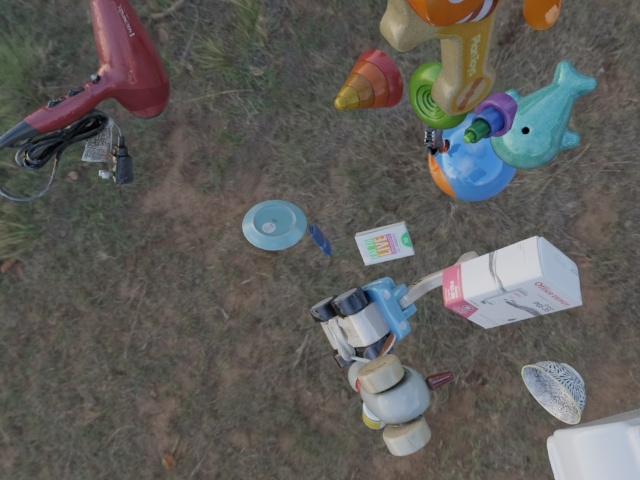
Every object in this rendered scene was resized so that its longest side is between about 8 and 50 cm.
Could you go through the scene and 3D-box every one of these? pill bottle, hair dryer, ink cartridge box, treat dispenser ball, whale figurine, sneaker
[{"bbox_3d":[0.211,0.654,2.010,0.103,0.184,0.103,-1,56,2],"label":"pill bottle"},{"bbox_3d":[-0.288,-0.184,0.689,0.080,0.223,0.293,28,111,17],"label":"hair dryer"},{"bbox_3d":[0.496,0.118,1.386,0.283,0.207,0.117,-26,46,42],"label":"ink cartridge box"},{"bbox_3d":[0.503,-0.273,1.749,0.288,0.288,0.288,1,96,13],"label":"treat dispenser ball"},{"bbox_3d":[0.531,-0.298,1.271,0.216,0.141,0.272,44,111,15],"label":"whale figurine"},{"bbox_3d":[0.336,-0.312,1.583,0.061,0.158,0.065,9,56,35],"label":"sneaker"}]

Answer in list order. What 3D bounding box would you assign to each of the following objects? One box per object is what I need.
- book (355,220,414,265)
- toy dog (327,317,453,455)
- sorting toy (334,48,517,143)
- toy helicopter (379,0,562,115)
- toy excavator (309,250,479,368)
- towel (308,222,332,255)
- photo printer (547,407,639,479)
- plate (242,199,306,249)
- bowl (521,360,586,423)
[{"bbox_3d":[0.181,0.010,1.487,0.144,0.035,0.096,-15,107,20],"label":"book"},{"bbox_3d":[0.149,0.271,1.041,0.161,0.334,0.220,-22,111,-7],"label":"toy dog"},{"bbox_3d":[0.159,-0.240,0.949,0.365,0.126,0.127,30,147,39],"label":"sorting toy"},{"bbox_3d":[0.172,-0.261,0.566,0.235,0.355,0.140,-33,66,-1],"label":"toy helicopter"},{"bbox_3d":[0.250,0.188,1.697,0.433,0.445,0.222,-26,94,56],"label":"toy excavator"},{"bbox_3d":[0.000,0.000,1.838,0.029,0.067,0.119,-27,126,15],"label":"towel"},{"bbox_3d":[0.347,0.312,0.480,0.107,0.256,0.308,-32,60,46],"label":"photo printer"},{"bbox_3d":[-0.133,-0.053,1.538,0.188,0.024,0.188,1,53,-2],"label":"plate"},{"bbox_3d":[0.584,0.352,1.289,0.080,0.170,0.170,-34,86,-14],"label":"bowl"}]
